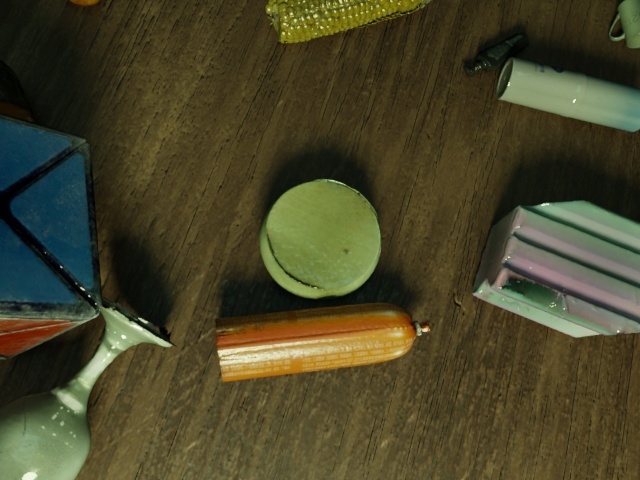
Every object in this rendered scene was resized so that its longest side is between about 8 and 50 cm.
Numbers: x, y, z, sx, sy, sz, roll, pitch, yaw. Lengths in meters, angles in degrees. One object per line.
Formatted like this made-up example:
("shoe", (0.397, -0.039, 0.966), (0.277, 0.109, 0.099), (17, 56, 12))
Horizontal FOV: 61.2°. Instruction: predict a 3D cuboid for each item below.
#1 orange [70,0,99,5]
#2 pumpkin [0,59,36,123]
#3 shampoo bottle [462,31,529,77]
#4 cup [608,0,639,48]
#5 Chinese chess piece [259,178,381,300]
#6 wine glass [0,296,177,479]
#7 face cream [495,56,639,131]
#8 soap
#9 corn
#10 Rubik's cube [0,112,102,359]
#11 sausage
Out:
("orange", (-0.406, -0.442, 0.919), (0.084, 0.083, 0.083), (2, 74, -5))
("pumpkin", (-0.566, -0.165, 0.825), (0.280, 0.190, 0.139), (-42, 80, 29))
("shampoo bottle", (0.322, -0.338, 0.990), (0.137, 0.027, 0.048), (-34, 67, -14))
("cup", (0.593, -0.411, 1.034), (0.055, 0.075, 0.083), (10, 66, -41))
("Chinese chess piece", (0.000, 0.000, 0.838), (0.189, 0.083, 0.188), (2, 72, -7))
("wine glass", (-0.335, 0.225, 0.709), (0.144, 0.143, 0.321), (33, 74, 4))
("face cream", (0.444, -0.256, 0.953), (0.250, 0.077, 0.077), (14, 74, -2))
("soap", (0.428, 0.054, 0.849), (0.324, 0.109, 0.192), (21, 74, 1))
("corn", (0.060, -0.431, 0.949), (0.318, 0.115, 0.115), (-21, 77, -11))
("Rubik's cube", (-0.446, 0.000, 0.652), (0.255, 0.259, 0.259), (-22, 67, 33))
("sausage", (0.007, 0.143, 0.792), (0.313, 0.093, 0.092), (-5, 75, -8))
